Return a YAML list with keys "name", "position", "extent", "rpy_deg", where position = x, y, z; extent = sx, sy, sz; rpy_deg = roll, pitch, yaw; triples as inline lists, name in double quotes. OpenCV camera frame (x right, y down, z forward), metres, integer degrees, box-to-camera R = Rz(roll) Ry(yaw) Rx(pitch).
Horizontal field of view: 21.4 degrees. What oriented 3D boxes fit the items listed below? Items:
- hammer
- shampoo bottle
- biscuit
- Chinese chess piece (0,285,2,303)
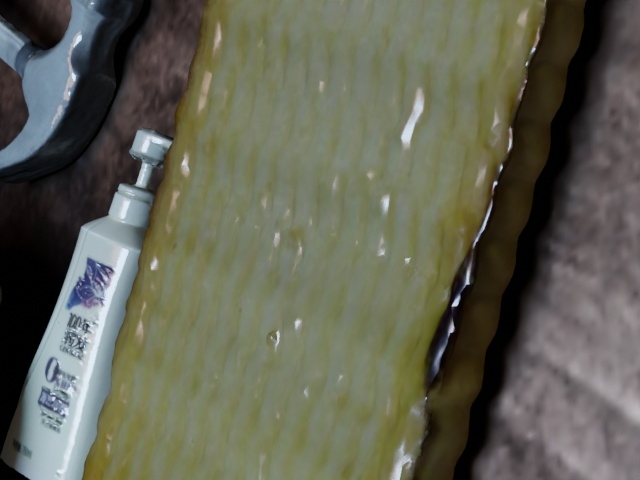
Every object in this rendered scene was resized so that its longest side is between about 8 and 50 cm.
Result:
- name: "hammer"
  position: [-0.171, -0.110, 0.747]
  extent: [0.246, 0.029, 0.103]
  rpy_deg: [37, 111, 37]
- name: "shampoo bottle"
  position: [-0.081, 0.026, 0.629]
  extent: [0.049, 0.034, 0.141]
  rpy_deg: [25, 99, 57]
- name: "biscuit"
  position: [0.000, 0.000, 0.538]
  extent: [0.172, 0.029, 0.255]
  rpy_deg: [22, 97, 51]
- name: "Chinese chess piece"
  position: [-0.214, 0.088, 0.662]
  extent: [0.238, 0.092, 0.238]
  rpy_deg: [-52, 16, 22]
